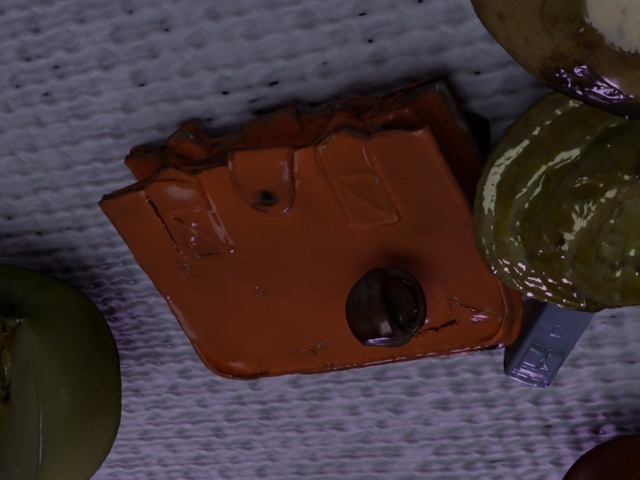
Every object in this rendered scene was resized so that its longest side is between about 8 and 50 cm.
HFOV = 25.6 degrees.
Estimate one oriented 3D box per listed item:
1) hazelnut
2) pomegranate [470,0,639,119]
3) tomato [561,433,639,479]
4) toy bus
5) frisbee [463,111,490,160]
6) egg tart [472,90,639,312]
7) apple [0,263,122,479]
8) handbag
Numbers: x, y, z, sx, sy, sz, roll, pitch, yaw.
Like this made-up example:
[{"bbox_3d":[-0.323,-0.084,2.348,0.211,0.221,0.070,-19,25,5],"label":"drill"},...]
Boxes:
[{"bbox_3d":[0.064,0.066,1.379,0.086,0.086,0.086,11,135,11],"label":"hazelnut"},{"bbox_3d":[0.243,-0.232,1.057,0.281,0.281,0.281,11,135,11],"label":"pomegranate"},{"bbox_3d":[0.364,0.324,1.596,0.208,0.208,0.184,30,159,-8],"label":"tomato"},{"bbox_3d":[0.251,0.081,1.492,0.064,0.075,0.190,16,135,-5],"label":"toy bus"},{"bbox_3d":[0.166,-0.031,1.468,0.187,0.012,0.211,29,135,-9],"label":"frisbee"},{"bbox_3d":[0.286,-0.025,1.292,0.290,0.115,0.290,-5,129,-7],"label":"egg tart"},{"bbox_3d":[-0.366,0.160,1.701,0.295,0.233,0.258,26,125,17],"label":"apple"},{"bbox_3d":[0.000,0.000,1.475,0.410,0.116,0.303,-11,126,32],"label":"handbag"}]
